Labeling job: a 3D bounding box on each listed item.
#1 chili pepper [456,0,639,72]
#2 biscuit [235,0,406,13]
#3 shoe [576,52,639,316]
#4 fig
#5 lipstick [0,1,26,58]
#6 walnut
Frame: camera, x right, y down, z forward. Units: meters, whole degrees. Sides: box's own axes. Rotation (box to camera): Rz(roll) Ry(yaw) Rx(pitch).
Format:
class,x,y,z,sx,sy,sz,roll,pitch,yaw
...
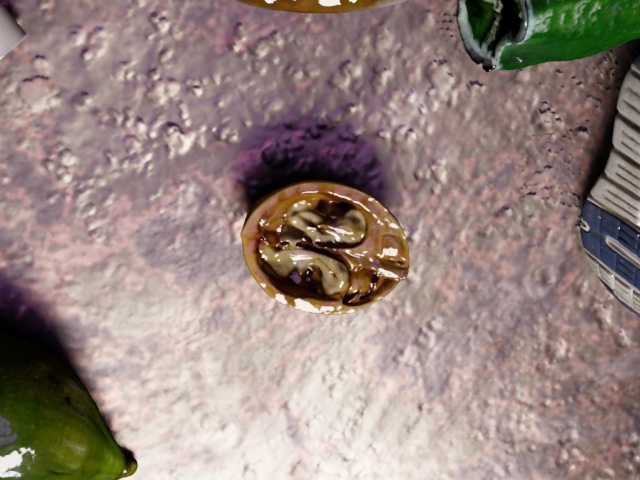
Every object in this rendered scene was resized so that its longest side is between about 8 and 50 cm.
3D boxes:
class,x,y,z,sx,sy,sz,roll,pitch,yaw
chili pepper,0.232,-0.183,1.058,0.270,0.136,0.099,-15,76,-9
biscuit,-0.003,-0.299,0.991,0.332,0.103,0.332,-3,106,-9
shoe,0.249,-0.040,1.119,0.106,0.091,0.207,-7,124,-34
fig,-0.192,0.133,1.098,0.177,0.117,0.117,29,100,-28
lipstick,-0.241,-0.170,1.022,0.038,0.038,0.131,-36,109,3
walnut,0.000,0.000,1.110,0.121,0.052,0.091,16,102,-16
